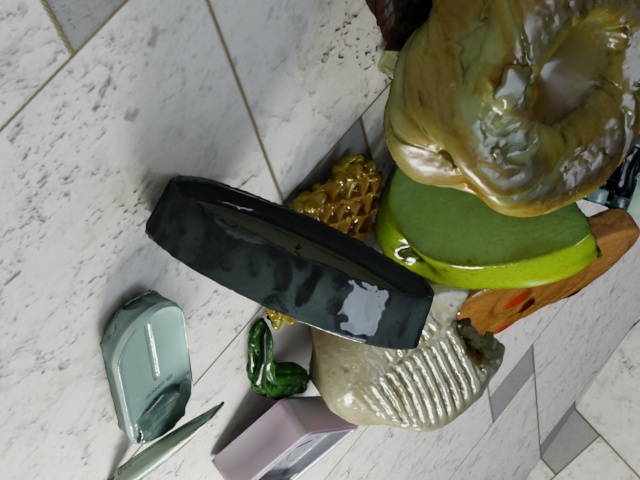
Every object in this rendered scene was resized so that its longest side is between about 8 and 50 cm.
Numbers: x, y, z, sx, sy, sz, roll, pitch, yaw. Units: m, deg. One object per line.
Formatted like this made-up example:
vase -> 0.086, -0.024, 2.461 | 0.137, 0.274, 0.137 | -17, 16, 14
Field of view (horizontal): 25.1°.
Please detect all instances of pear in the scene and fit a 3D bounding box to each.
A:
pear -> 0.202, -0.032, 1.842 | 0.292, 0.292, 0.159 | -49, 154, -15

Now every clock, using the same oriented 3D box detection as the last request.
clock -> -0.047, 0.288, 2.031 | 0.150, 0.063, 0.197 | -42, 161, 15
clock -> -0.027, 0.020, 1.483 | 0.312, 0.313, 0.061 | 8, 108, -64

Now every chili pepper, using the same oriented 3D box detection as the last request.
chili pepper -> -0.068, 0.170, 1.916 | 0.073, 0.050, 0.182 | -45, 152, -8

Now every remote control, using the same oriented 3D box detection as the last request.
remote control -> -0.196, 0.147, 1.638 | 0.104, 0.052, 0.247 | -41, 153, -27

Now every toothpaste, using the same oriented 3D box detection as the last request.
toothpaste -> -0.189, 0.252, 1.729 | 0.197, 0.029, 0.048 | -37, -176, 27

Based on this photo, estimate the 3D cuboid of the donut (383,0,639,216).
donut -> 0.235, -0.190, 1.610 | 0.360, 0.170, 0.360 | -23, 128, -32

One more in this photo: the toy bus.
toy bus -> 0.419, -0.133, 2.307 | 0.276, 0.165, 0.133 | 10, 97, -65

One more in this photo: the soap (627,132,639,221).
soap -> 0.570, -0.212, 2.434 | 0.115, 0.208, 0.347 | -35, 149, -40

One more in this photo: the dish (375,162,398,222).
dish -> 0.213, -0.072, 2.036 | 0.273, 0.134, 0.273 | -44, 154, -28

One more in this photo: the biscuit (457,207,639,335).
biscuit -> 0.309, 0.079, 2.293 | 0.455, 0.078, 0.349 | -25, 160, -13

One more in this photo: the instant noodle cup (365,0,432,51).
instant noodle cup -> 0.113, -0.342, 1.549 | 0.274, 0.091, 0.274 | -42, 153, -27

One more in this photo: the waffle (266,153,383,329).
waffle -> 0.000, 0.000, 1.825 | 0.231, 0.051, 0.228 | -47, 155, -21

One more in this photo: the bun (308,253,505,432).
bun -> 0.103, 0.134, 1.998 | 0.282, 0.205, 0.281 | -9, 118, -18

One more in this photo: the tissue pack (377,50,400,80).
tissue pack -> 0.192, -0.270, 1.746 | 0.159, 0.125, 0.234 | 12, 109, -61
